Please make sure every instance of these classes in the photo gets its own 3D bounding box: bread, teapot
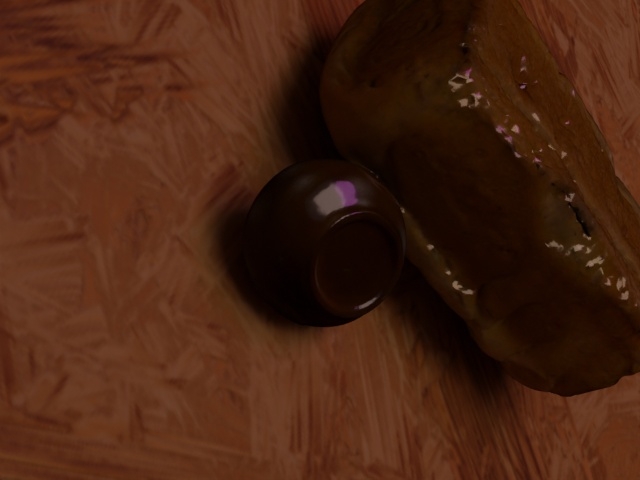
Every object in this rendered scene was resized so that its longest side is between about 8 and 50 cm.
[{"bbox_3d":[0.122,-0.036,0.955,0.294,0.132,0.167,52,26,-31],"label":"bread"},{"bbox_3d":[0.000,0.000,0.855,0.098,0.078,0.129,-51,138,-2],"label":"teapot"}]
